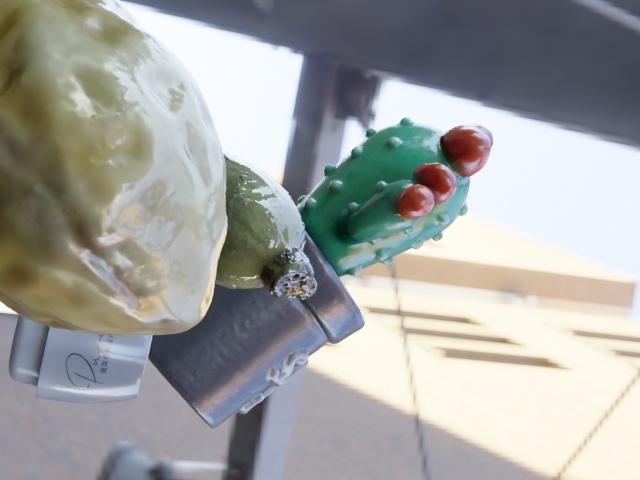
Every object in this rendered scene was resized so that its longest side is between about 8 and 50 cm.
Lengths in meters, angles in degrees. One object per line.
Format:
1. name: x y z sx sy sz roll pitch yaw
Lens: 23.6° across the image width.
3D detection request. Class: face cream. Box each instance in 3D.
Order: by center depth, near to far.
1. face cream: -0.170 0.073 1.099 0.091 0.095 0.091 -167 -90 -83

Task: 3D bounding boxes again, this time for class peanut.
1. peanut: -0.145 -0.078 0.619 0.305 0.147 0.147 48 -46 13

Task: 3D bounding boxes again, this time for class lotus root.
1. lotus root: -0.071 -0.015 1.120 0.183 0.077 0.090 35 -85 40

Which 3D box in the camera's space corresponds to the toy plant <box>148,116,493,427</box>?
1. toy plant: 0.002 0.004 1.505 0.185 0.400 0.279 48 -6 23
